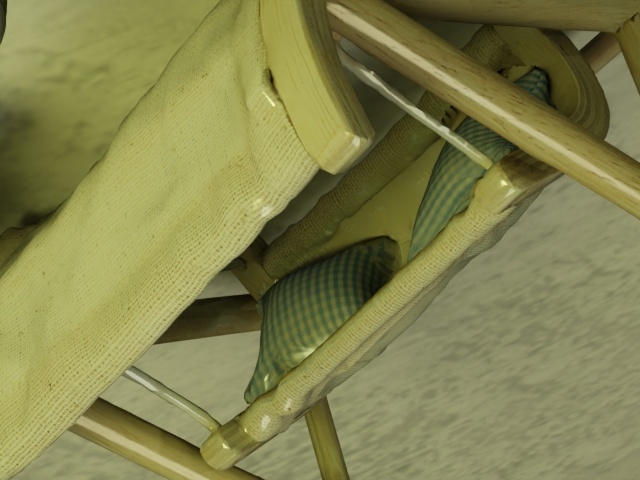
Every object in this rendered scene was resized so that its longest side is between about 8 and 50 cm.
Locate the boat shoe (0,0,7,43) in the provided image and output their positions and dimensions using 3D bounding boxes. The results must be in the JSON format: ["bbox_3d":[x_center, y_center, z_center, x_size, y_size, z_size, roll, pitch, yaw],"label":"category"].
[{"bbox_3d":[-0.183,-0.106,0.597,0.223,0.073,0.080,13,135,-45],"label":"boat shoe"}]

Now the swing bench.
[{"bbox_3d":[0.000,0.000,0.809,0.255,0.165,0.253,15,135,-39],"label":"swing bench"}]
